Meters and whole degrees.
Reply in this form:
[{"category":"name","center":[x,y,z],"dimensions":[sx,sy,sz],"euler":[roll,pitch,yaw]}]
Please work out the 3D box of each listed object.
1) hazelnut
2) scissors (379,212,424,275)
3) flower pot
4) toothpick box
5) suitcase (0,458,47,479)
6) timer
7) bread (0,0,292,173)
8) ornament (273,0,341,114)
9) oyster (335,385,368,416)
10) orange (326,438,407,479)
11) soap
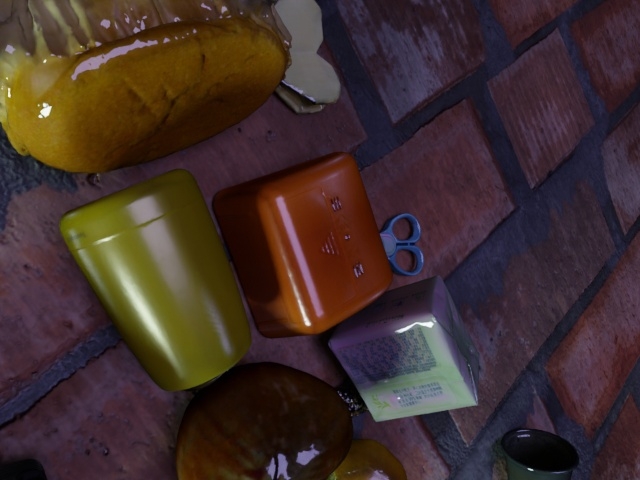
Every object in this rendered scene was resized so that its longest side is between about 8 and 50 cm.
[{"category":"hazelnut","center":[-0.073,0.280,0.695],"dimensions":[0.251,0.217,0.217],"euler":[-12,93,-21]},{"category":"scissors","center":[0.095,0.009,0.940],"dimensions":[0.256,0.030,0.125],"euler":[-1,83,-34]},{"category":"flower pot","center":[0.475,0.501,1.091],"dimensions":[0.157,0.157,0.107],"euler":[-10,106,-34]},{"category":"toothpick box","center":[-0.199,0.058,0.657],"dimensions":[0.175,0.175,0.271],"euler":[-30,106,-32]},{"category":"suitcase","center":[-0.413,0.345,0.475],"dimensions":[0.312,0.202,0.128],"euler":[-9,102,-34]},{"category":"timer","center":[0.000,0.000,0.807],"dimensions":[0.250,0.161,0.258],"euler":[-25,99,-37]},{"category":"bread","center":[-0.213,-0.224,0.649],"dimensions":[0.388,0.236,0.183],"euler":[-26,85,-24]},{"category":"ornament","center":[-0.058,-0.320,0.851],"dimensions":[0.180,0.059,0.201],"euler":[-15,91,-34]},{"category":"oyster","center":[0.046,0.289,0.885],"dimensions":[0.132,0.029,0.086],"euler":[-34,104,-29]},{"category":"orange","center":[0.073,0.414,0.841],"dimensions":[0.156,0.134,0.157],"euler":[0,92,8]},{"category":"soap","center":[0.145,0.184,0.842],"dimensions":[0.182,0.199,0.138],"euler":[59,31,-16]}]
